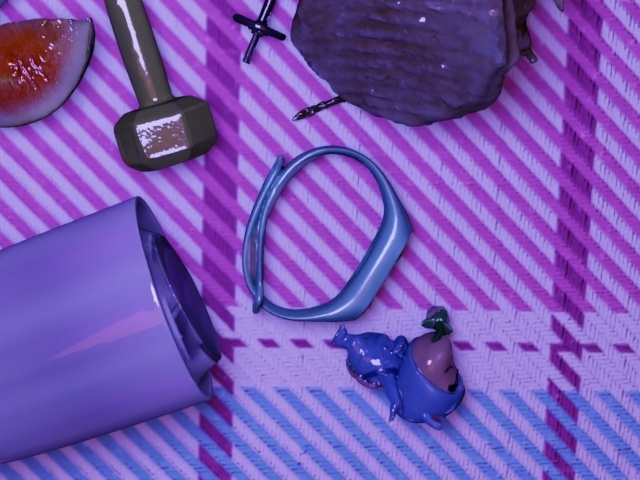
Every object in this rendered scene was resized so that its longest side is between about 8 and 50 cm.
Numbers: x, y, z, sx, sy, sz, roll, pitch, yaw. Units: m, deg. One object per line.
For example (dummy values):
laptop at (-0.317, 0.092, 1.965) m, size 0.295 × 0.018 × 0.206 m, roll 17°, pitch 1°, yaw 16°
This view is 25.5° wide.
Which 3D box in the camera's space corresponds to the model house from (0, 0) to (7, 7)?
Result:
model house at (-0.447, -0.344, 1.631) m, size 0.229 × 0.122 × 0.188 m, roll 13°, pitch 100°, yaw -9°

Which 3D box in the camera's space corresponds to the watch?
watch at (0.000, 0.000, 1.742) m, size 0.195 × 0.068 × 0.237 m, roll 30°, pitch 95°, yaw -7°

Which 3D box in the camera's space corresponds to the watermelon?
watermelon at (-0.362, -0.197, 1.656) m, size 0.245 × 0.063 × 0.119 m, roll -8°, pitch 125°, yaw 22°

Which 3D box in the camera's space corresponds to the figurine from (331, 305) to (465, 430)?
figurine at (0.106, 0.143, 1.755) m, size 0.178 × 0.114 × 0.144 m, roll 28°, pitch 101°, yaw 1°

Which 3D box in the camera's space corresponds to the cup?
cup at (-0.319, 0.117, 1.649) m, size 0.372 × 0.253 × 0.253 m, roll -19°, pitch 100°, yaw 1°

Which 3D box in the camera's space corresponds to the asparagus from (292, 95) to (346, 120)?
asparagus at (0.038, -0.184, 1.743) m, size 0.163 × 0.016 × 0.016 m, roll -26°, pitch 126°, yaw 1°

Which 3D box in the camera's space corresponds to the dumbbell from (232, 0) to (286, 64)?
dumbbell at (-0.063, -0.281, 1.692) m, size 0.069 × 0.069 × 0.147 m, roll 22°, pitch 96°, yaw -7°

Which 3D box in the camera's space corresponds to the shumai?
shumai at (0.137, -0.296, 1.657) m, size 0.314 × 0.262 × 0.267 m, roll -7°, pitch 117°, yaw 41°

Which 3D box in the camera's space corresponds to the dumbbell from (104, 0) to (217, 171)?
dumbbell at (-0.218, -0.234, 1.669) m, size 0.108 × 0.121 × 0.302 m, roll -23°, pitch 101°, yaw -30°
